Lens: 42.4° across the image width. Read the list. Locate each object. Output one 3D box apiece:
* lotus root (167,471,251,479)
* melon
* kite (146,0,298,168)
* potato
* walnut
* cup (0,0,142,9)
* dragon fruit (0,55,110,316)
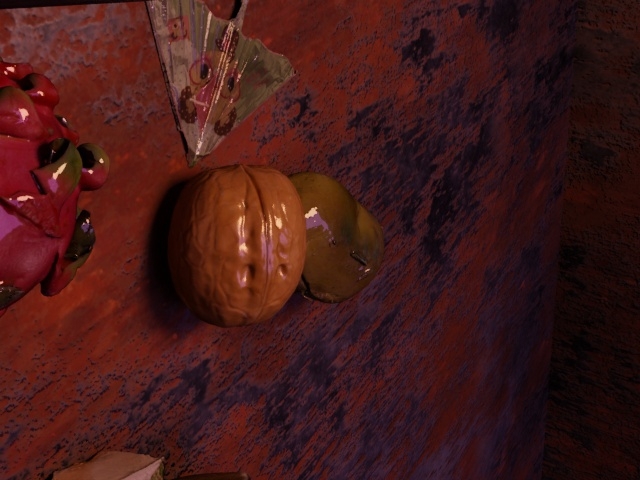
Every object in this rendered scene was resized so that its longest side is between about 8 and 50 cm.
[{"bbox_3d":[-0.146,0.406,0.980,0.272,0.191,0.272,-179,-90,-81],"label":"lotus root"},{"bbox_3d":[-0.265,0.301,0.889,0.203,0.093,0.139,-58,149,-12],"label":"melon"},{"bbox_3d":[-0.116,-0.214,0.984,0.323,0.013,0.268,21,85,-60],"label":"kite"},{"bbox_3d":[0.000,0.000,1.143,0.248,0.143,0.169,46,55,-56],"label":"potato"},{"bbox_3d":[-0.098,0.008,0.971,0.165,0.165,0.197,-5,105,-58],"label":"walnut"},{"bbox_3d":[-0.177,-0.299,0.588,0.288,0.273,0.208,-60,140,-22],"label":"cup"},{"bbox_3d":[-0.291,-0.015,0.622,0.198,0.218,0.273,48,55,-2],"label":"dragon fruit"}]
